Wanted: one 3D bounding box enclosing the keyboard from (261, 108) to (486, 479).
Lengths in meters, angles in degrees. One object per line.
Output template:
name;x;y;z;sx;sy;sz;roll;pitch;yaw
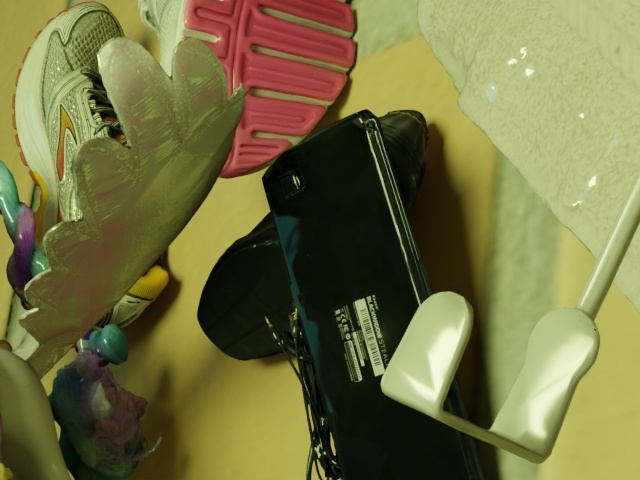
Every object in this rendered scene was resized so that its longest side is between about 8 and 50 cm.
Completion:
keyboard;0.024;0.045;0.698;0.100;0.038;0.192;-23;77;41

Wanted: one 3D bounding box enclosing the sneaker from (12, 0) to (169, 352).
sneaker;-0.127;-0.048;0.958;0.093;0.088;0.225;-27;61;38

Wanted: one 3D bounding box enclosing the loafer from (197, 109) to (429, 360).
loafer;0.000;0.000;0.773;0.170;0.062;0.061;-43;3;38

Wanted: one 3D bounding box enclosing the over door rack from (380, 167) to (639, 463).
over door rack;0.199;-0.036;0.383;0.239;0.108;0.324;21;72;46

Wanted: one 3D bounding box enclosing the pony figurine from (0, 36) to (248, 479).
pony figurine;-0.172;0.085;0.758;0.351;0.303;0.363;121;135;-71

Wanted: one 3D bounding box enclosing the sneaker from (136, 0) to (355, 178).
sneaker;-0.049;-0.137;0.871;0.111;0.103;0.252;-35;41;48

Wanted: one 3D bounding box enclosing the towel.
towel;0.138;-0.100;0.616;0.187;0.049;0.282;-58;36;21
